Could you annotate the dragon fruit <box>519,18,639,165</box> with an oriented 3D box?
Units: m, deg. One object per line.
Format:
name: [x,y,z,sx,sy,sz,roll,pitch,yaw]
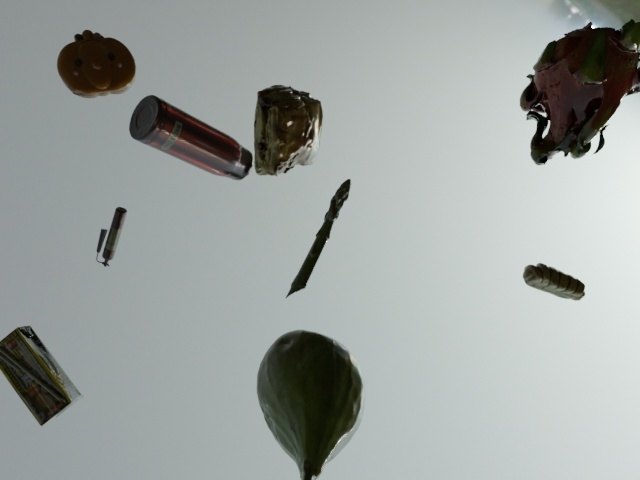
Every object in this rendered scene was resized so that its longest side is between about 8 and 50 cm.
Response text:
dragon fruit: [0.314,-0.170,0.679,0.138,0.175,0.142,15,-177,15]

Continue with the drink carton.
drink carton: [-0.506,0.238,0.999,0.166,0.071,0.056,51,178,3]

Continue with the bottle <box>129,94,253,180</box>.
bottle: [-0.151,-0.120,0.696,0.164,0.060,0.060,22,-144,-50]

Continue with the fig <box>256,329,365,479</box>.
fig: [-0.037,0.339,1.113,0.233,0.233,0.314,35,-130,-14]

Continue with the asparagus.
asparagus: [-0.001,0.000,0.985,0.027,0.236,0.034,26,-175,2]

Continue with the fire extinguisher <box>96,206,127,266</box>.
fire extinguisher: [-0.528,-0.003,1.408,0.035,0.173,0.049,33,-160,29]

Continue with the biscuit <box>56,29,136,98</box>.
biscuit: [-0.507,-0.405,1.273,0.170,0.050,0.171,4,-105,-14]

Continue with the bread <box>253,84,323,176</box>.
bread: [-0.097,-0.365,1.848,0.166,0.278,0.324,7,-162,16]

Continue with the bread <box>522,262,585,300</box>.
bread: [0.325,0.056,0.781,0.087,0.049,0.034,20,-103,4]
